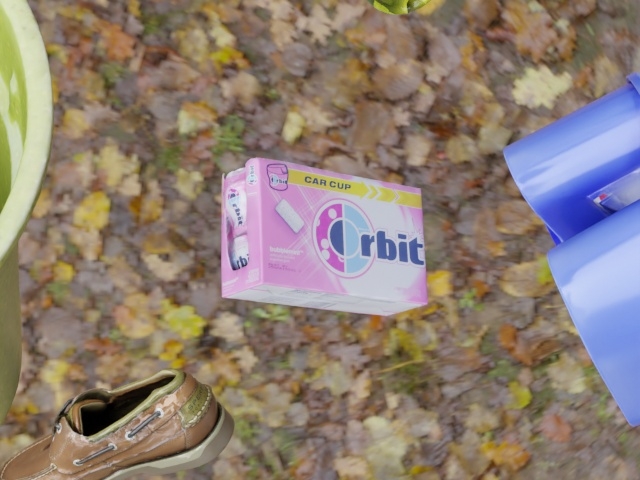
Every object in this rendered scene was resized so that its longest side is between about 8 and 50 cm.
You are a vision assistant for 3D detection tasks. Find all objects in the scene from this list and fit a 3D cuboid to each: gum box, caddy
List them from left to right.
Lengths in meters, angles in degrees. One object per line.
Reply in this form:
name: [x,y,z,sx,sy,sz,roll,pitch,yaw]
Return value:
gum box: [0.000,0.000,1.111,0.062,0.188,0.107,-21,67,50]
caddy: [0.295,0.010,1.112,0.179,0.341,0.241,-25,55,12]

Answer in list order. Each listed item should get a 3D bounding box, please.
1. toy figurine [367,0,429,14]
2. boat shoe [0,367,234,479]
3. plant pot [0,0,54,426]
toy figurine: [0.069,-0.362,0.926,0.191,0.217,0.363,35,101,16]
boat shoe: [-0.247,0.212,1.438,0.307,0.111,0.104,-22,121,21]
plant pot: [-0.252,0.012,0.632,0.276,0.254,0.276,1,60,-2]
